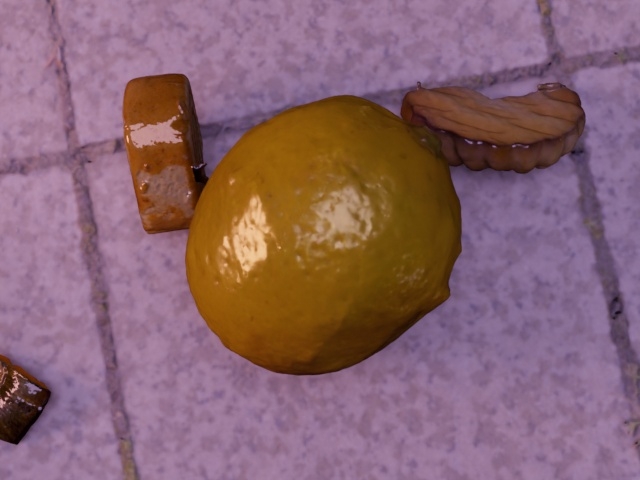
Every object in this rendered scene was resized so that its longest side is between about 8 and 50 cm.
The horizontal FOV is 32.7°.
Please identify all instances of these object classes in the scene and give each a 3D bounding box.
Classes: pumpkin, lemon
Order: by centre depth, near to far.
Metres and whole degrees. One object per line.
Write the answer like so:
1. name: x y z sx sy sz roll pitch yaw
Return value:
1. lemon: 0.000 0.000 0.969 0.233 0.233 0.288 43 116 5
2. pumpkin: -0.314 0.148 1.049 0.101 0.035 0.073 33 94 0

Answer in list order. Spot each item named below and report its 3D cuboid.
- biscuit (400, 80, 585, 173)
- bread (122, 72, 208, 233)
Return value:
1. biscuit: 0.171 -0.105 1.077 0.183 0.061 0.118 4 40 -1
2. bread: -0.142 -0.086 1.040 0.073 0.149 0.122 -7 40 -2
